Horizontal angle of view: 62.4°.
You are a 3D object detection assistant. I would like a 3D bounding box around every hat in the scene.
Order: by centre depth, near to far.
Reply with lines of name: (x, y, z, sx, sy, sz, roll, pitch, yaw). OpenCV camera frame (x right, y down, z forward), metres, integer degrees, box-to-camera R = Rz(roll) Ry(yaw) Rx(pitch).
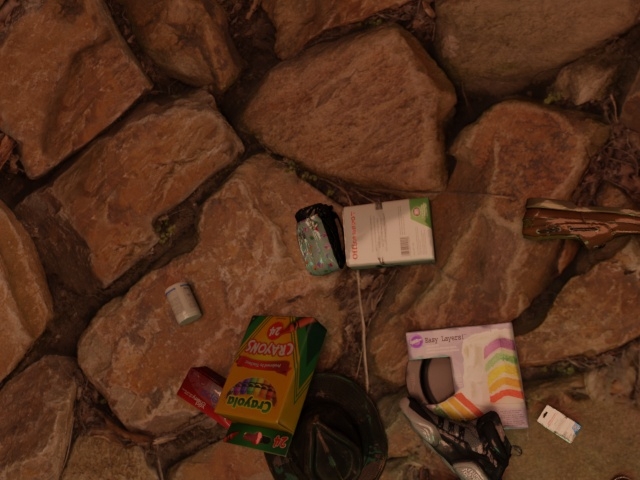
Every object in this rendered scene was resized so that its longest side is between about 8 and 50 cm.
hat: (0.011, 0.488, 1.250, 0.332, 0.134, 0.331, 0, 85, -1)

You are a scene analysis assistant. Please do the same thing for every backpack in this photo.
backpack: (0.000, 0.000, 1.381, 0.115, 0.152, 0.181, -17, 89, 18)

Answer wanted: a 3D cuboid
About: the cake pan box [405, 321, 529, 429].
cake pan box: (0.340, 0.327, 1.263, 0.267, 0.070, 0.245, -7, 77, 15)

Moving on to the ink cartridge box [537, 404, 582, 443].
ink cartridge box: (0.544, 0.418, 1.210, 0.083, 0.028, 0.048, 33, 91, 18)

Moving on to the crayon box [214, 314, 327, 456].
crayon box: (-0.126, 0.339, 1.286, 0.202, 0.081, 0.318, -4, 52, 33)

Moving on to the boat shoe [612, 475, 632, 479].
boat shoe: (0.639, 0.614, 1.133, 0.075, 0.065, 0.206, 19, 86, 18)

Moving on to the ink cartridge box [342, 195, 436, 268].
ink cartridge box: (0.176, -0.014, 1.349, 0.220, 0.092, 0.160, -6, 79, 15)

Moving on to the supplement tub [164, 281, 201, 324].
supplement tub: (-0.387, 0.176, 1.486, 0.071, 0.071, 0.107, -30, 74, 9)

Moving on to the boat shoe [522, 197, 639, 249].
boat shoe: (0.632, -0.027, 1.226, 0.308, 0.111, 0.104, 9, 87, 27)

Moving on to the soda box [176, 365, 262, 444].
soda box: (-0.241, 0.433, 1.392, 0.263, 0.092, 0.083, 27, 88, 18)

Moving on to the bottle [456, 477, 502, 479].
bottle: (0.293, 0.624, 1.199, 0.283, 0.118, 0.092, -41, 77, 5)

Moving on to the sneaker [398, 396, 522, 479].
sneaker: (0.310, 0.418, 1.177, 0.153, 0.101, 0.269, -41, 58, -12)
